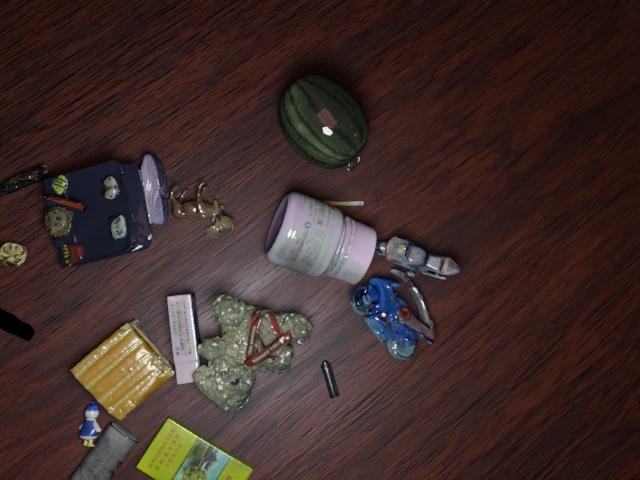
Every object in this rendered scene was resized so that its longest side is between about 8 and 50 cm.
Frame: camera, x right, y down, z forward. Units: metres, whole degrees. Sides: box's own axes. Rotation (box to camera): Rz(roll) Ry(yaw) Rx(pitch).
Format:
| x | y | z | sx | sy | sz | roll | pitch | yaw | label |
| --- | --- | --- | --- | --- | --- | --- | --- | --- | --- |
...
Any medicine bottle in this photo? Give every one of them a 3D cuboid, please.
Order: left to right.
| x | y | z | sx | sy | sz | roll | pitch | yaw | label |
| --- | --- | --- | --- | --- | --- | --- | --- | --- | --- |
| 0.000 | 0.000 | 1.880 | 0.325 | 0.256 | 0.256 | 20 | 82 | -13 | medicine bottle |

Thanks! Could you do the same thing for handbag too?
| x | y | z | sx | sy | sz | roll | pitch | yaw | label |
| --- | --- | --- | --- | --- | --- | --- | --- | --- | --- |
| -0.736 | -0.085 | 1.818 | 0.329 | 0.122 | 0.303 | -13 | 86 | 10 | handbag |

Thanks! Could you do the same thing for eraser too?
| x | y | z | sx | sy | sz | roll | pitch | yaw | label |
| --- | --- | --- | --- | --- | --- | --- | --- | --- | --- |
| -0.444 | 0.319 | 1.854 | 0.086 | 0.130 | 0.287 | -7 | 87 | -7 | eraser |

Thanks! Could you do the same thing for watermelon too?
| x | y | z | sx | sy | sz | roll | pitch | yaw | label |
| --- | --- | --- | --- | --- | --- | --- | --- | --- | --- |
| 0.017 | -0.396 | 1.910 | 0.279 | 0.279 | 0.359 | -44 | 90 | -9 | watermelon |

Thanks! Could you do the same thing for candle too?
| x | y | z | sx | sy | sz | roll | pitch | yaw | label |
| --- | --- | --- | --- | --- | --- | --- | --- | --- | --- |
| -0.811 | -0.124 | 1.764 | 0.167 | 0.021 | 0.026 | 15 | 107 | 14 | candle |

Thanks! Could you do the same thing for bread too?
| x | y | z | sx | sy | sz | roll | pitch | yaw | label |
| --- | --- | --- | --- | --- | --- | --- | --- | --- | --- |
| -0.630 | 0.421 | 1.827 | 0.246 | 0.111 | 0.239 | -42 | 94 | -12 | bread |

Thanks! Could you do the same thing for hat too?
| x | y | z | sx | sy | sz | roll | pitch | yaw | label |
| --- | --- | --- | --- | --- | --- | --- | --- | --- | --- |
| -1.008 | 0.050 | 1.836 | 0.077 | 0.059 | 0.076 | 19 | 66 | -11 | hat |

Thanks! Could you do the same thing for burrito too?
| x | y | z | sx | sy | sz | roll | pitch | yaw | label |
| --- | --- | --- | --- | --- | --- | --- | --- | --- | --- |
| -1.018 | 0.265 | 1.820 | 0.188 | 0.045 | 0.058 | 29 | 74 | -2 | burrito |

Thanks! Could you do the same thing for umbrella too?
| x | y | z | sx | sy | sz | roll | pitch | yaw | label |
| --- | --- | --- | --- | --- | --- | --- | --- | --- | --- |
| 0.034 | 0.485 | 1.954 | 0.036 | 0.031 | 0.133 | -13 | 86 | -35 | umbrella |

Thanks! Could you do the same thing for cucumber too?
| x | y | z | sx | sy | sz | roll | pitch | yaw | label |
| --- | --- | --- | --- | --- | --- | --- | --- | --- | --- |
| -0.992 | -0.201 | 1.866 | 0.182 | 0.053 | 0.053 | -26 | 89 | -8 | cucumber |

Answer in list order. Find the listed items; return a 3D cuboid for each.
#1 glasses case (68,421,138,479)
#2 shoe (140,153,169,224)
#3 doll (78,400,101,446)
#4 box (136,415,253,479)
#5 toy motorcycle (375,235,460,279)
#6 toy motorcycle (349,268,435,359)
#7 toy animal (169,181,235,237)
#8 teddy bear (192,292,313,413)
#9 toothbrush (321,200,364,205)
| x | y | z | sx | sy | sz | roll | pitch | yaw | label |
| --- | --- | --- | --- | --- | --- | --- | --- | --- | --- |
| -0.724 | 0.744 | 1.808 | 0.114 | 0.060 | 0.299 | 36 | 81 | -4 | glasses case |
| -0.596 | -0.169 | 1.898 | 0.138 | 0.095 | 0.245 | -7 | 87 | 0 | shoe |
| -0.747 | 0.594 | 1.818 | 0.099 | 0.058 | 0.142 | -6 | 75 | 29 | doll |
| -0.414 | 0.753 | 1.858 | 0.335 | 0.047 | 0.187 | 33 | 81 | -5 | box |
| 0.324 | 0.061 | 1.962 | 0.307 | 0.173 | 0.108 | 19 | 81 | -4 | toy motorcycle |
| 0.250 | 0.251 | 1.957 | 0.182 | 0.241 | 0.319 | -34 | 98 | 32 | toy motorcycle |
| -0.404 | -0.101 | 1.925 | 0.214 | 0.094 | 0.186 | -6 | 81 | -1 | toy animal |
| -0.239 | 0.381 | 1.812 | 0.357 | 0.224 | 0.367 | 21 | 75 | -29 | teddy bear |
| 0.029 | -0.133 | 2.012 | 0.263 | 0.026 | 0.022 | -1 | 91 | -8 | toothbrush |
